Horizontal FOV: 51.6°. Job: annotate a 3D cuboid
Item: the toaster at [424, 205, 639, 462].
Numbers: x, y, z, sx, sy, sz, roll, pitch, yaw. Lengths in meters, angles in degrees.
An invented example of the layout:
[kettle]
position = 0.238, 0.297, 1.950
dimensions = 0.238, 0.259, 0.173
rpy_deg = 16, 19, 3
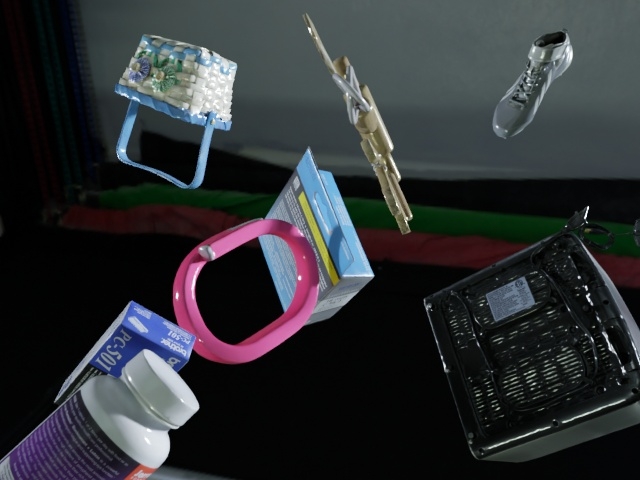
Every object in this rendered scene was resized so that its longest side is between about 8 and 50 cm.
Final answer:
[toaster]
position = 0.209, 0.096, 0.614
dimensions = 0.185, 0.110, 0.168
rpy_deg = -31, -126, 25

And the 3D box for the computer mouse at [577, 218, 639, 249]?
[computer mouse]
position = 0.648, -0.016, 1.378
dimensions = 0.242, 0.071, 0.041
rpy_deg = -4, -177, -14

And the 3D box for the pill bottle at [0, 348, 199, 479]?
[pill bottle]
position = -0.214, 0.199, 0.631
dimensions = 0.193, 0.108, 0.108
rpy_deg = -43, -144, -6

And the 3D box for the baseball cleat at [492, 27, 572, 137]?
[baseball cleat]
position = 0.361, -0.280, 1.149
dimensions = 0.072, 0.109, 0.206
rpy_deg = 31, -98, 31

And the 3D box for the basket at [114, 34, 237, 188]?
[basket]
position = -0.321, -0.278, 1.418
dimensions = 0.254, 0.289, 0.201
rpy_deg = 21, -166, 29

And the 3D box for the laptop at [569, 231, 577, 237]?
[laptop]
position = 0.439, 0.164, 1.163
dimensions = 0.136, 0.264, 0.234
rpy_deg = -19, -154, 15

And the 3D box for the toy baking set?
[toy baking set]
position = 0.051, -0.120, 0.685
dimensions = 0.030, 0.256, 0.197
rpy_deg = -24, -161, 8

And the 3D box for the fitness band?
[fitness band]
position = -0.112, 0.079, 1.097
dimensions = 0.054, 0.209, 0.290
rpy_deg = -10, -167, 44

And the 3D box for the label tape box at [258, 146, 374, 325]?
[label tape box]
position = 0.000, 0.000, 1.311
dimensions = 0.105, 0.334, 0.241
rpy_deg = -10, -112, -29

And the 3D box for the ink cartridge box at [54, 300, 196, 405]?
[ink cartridge box]
position = -0.259, 0.171, 0.870
dimensions = 0.097, 0.207, 0.046
rpy_deg = 33, -146, -18
